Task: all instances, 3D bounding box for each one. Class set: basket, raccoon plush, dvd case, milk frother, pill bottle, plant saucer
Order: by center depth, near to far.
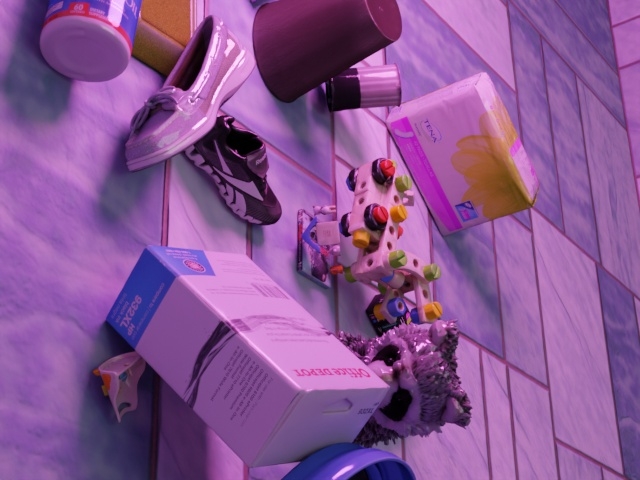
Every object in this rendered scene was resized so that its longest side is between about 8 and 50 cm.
[{"bbox_3d":[-0.309,-0.339,1.626,0.124,0.124,0.222,39,43,-42],"label":"pill bottle"},{"bbox_3d":[-0.249,-0.358,1.809,0.188,0.045,0.188,29,51,-50],"label":"plant saucer"},{"bbox_3d":[0.157,0.203,1.911,0.446,0.299,0.216,-27,97,-59],"label":"raccoon plush"},{"bbox_3d":[-0.010,0.015,2.024,0.087,0.013,0.119,34,46,-46],"label":"dvd case"},{"bbox_3d":[0.016,-0.369,2.063,0.154,0.226,0.204,35,47,-45],"label":"basket"},{"bbox_3d":[0.075,-0.322,2.194,0.129,0.134,0.143,-107,-166,-58],"label":"milk frother"}]

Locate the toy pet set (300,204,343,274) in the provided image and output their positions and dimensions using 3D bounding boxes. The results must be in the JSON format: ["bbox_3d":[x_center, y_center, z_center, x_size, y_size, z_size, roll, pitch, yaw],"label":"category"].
[{"bbox_3d":[0.000,0.000,1.999,0.114,0.065,0.122,84,-1,-89],"label":"toy pet set"}]

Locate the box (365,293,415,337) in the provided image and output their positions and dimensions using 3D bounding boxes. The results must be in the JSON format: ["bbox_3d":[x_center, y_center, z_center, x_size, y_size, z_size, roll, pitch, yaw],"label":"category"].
[{"bbox_3d":[0.129,0.141,2.141,0.083,0.052,0.062,62,31,-14],"label":"box"}]

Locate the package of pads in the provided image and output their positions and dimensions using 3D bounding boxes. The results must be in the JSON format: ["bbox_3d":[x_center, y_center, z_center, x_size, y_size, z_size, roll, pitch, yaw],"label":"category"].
[{"bbox_3d":[0.299,-0.176,2.412,0.297,0.229,0.101,61,32,-17],"label":"package of pads"}]

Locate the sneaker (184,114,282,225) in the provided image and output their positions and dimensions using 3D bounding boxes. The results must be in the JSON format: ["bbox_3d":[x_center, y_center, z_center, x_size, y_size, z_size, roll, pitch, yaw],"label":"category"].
[{"bbox_3d":[-0.116,-0.110,1.829,0.234,0.106,0.078,49,38,-33],"label":"sneaker"}]

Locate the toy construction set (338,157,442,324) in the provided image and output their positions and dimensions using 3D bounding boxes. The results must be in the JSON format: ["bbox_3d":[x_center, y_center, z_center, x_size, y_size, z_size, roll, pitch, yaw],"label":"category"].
[{"bbox_3d":[0.125,-0.019,2.086,0.215,0.151,0.328,39,32,-34],"label":"toy construction set"}]

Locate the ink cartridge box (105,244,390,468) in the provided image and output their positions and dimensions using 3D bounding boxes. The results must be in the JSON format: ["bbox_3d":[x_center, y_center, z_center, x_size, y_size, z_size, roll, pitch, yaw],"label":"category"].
[{"bbox_3d":[-0.095,0.149,1.547,0.307,0.129,0.223,40,16,29],"label":"ink cartridge box"}]

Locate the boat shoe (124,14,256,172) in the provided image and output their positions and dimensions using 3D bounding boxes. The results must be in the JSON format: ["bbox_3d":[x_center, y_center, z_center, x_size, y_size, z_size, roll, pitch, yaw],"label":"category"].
[{"bbox_3d":[-0.203,-0.214,1.720,0.103,0.118,0.320,54,45,-22],"label":"boat shoe"}]

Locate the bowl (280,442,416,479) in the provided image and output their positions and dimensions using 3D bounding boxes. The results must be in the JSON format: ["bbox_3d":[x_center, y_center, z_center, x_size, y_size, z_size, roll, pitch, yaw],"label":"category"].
[{"bbox_3d":[-0.012,0.446,1.538,0.391,0.077,0.391,-35,137,-40],"label":"bowl"}]

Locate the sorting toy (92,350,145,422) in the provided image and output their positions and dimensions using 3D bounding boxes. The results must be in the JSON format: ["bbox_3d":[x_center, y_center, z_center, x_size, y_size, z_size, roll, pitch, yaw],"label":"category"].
[{"bbox_3d":[-0.257,0.192,1.510,0.083,0.044,0.075,-40,121,-68],"label":"sorting toy"}]
